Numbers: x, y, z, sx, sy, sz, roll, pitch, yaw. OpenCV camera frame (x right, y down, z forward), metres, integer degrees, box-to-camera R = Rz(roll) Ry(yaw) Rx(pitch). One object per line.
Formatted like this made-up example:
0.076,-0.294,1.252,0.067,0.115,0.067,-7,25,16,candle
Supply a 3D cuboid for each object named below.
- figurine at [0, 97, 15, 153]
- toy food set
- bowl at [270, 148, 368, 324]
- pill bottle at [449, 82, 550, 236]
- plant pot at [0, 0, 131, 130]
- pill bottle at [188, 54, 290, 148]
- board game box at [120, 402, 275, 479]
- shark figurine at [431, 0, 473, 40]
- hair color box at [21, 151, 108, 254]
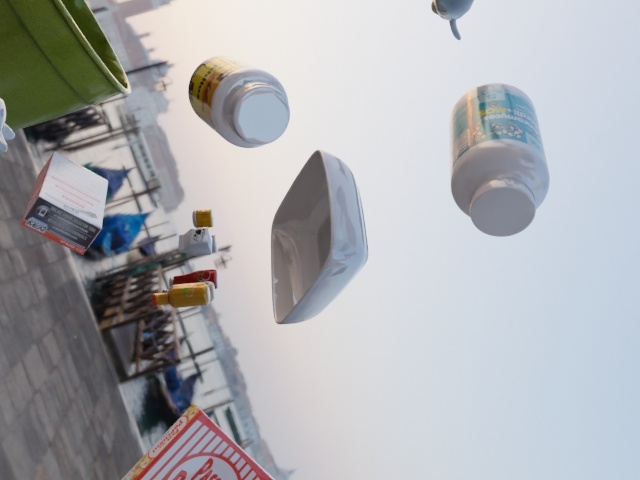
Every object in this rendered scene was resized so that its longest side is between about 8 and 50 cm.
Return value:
-0.345,-0.123,0.511,0.209,0.092,0.215,34,8,-20,figurine
-0.264,0.046,1.314,0.111,0.105,0.232,84,1,-54,toy food set
0.000,0.000,0.642,0.142,0.053,0.142,125,-32,-46,bowl
0.277,-0.125,1.040,0.264,0.146,0.146,-80,165,-48,pill bottle
-0.598,-0.349,1.200,0.366,0.353,0.366,61,-2,3,plant pot
-0.122,-0.210,1.005,0.215,0.117,0.117,42,-30,58,pill bottle
-0.166,0.317,0.792,0.147,0.193,0.045,48,-17,-16,board game box
0.261,-0.483,1.183,0.166,0.116,0.278,38,47,-48,shark figurine
-0.364,-0.057,0.958,0.093,0.053,0.167,32,16,-26,hair color box
